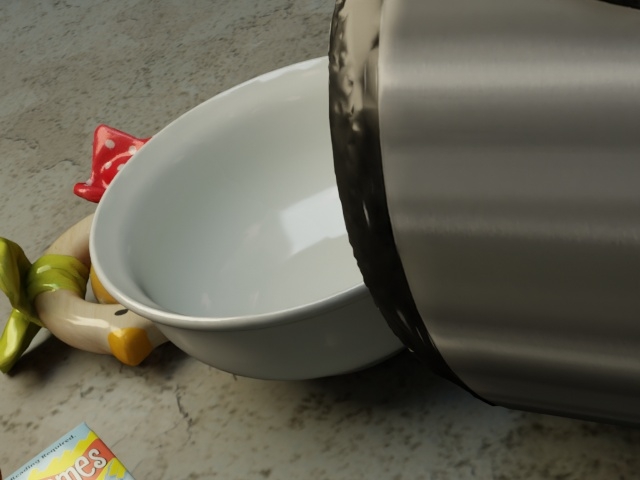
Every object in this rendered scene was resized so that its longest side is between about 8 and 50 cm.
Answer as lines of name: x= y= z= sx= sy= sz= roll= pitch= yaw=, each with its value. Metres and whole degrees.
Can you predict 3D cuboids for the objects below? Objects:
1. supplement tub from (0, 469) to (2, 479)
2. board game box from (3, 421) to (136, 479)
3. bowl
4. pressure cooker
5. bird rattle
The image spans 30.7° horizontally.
supplement tub: x=-0.324 y=0.237 z=0.632 sx=0.207 sy=0.207 sz=0.338 roll=-6 pitch=39 yaw=26
board game box: x=-0.084 y=0.232 z=0.544 sx=0.144 sy=0.142 sz=0.275 roll=-37 pitch=36 yaw=-18
bowl: x=0.000 y=0.000 z=0.813 sx=0.298 sy=0.134 sz=0.298 roll=-14 pitch=35 yaw=10
pressure cooker: x=0.264 y=-0.079 z=0.556 sx=0.420 sy=0.370 sz=0.375 roll=5 pitch=16 yaw=36
bird rattle: x=-0.158 y=0.019 z=0.947 sx=0.207 sy=0.143 sz=0.253 roll=23 pitch=42 yaw=34
